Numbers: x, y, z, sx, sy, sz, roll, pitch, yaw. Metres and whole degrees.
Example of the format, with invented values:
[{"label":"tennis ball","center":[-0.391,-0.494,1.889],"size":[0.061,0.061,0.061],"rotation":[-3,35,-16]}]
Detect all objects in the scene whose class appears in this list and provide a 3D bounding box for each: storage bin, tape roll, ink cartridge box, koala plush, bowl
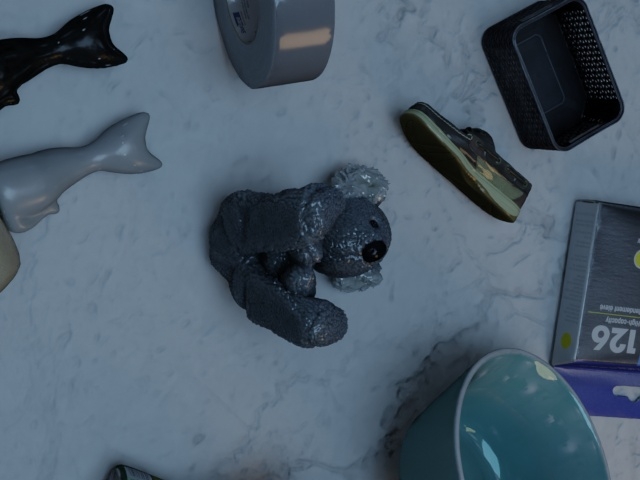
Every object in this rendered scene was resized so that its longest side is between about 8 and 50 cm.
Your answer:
[{"label":"storage bin","center":[0.308,-0.219,1.614],"size":[0.122,0.084,0.180],"rotation":[-30,106,-16]},{"label":"tape roll","center":[-0.059,-0.285,1.385],"size":[0.072,0.219,0.219],"rotation":[-12,101,-19]},{"label":"ink cartridge box","center":[0.482,0.110,1.734],"size":[0.303,0.072,0.307],"rotation":[6,92,-23]},{"label":"koala plush","center":[0.000,0.000,1.489],"size":[0.221,0.203,0.196],"rotation":[-18,113,-40]},{"label":"bowl","center":[0.218,0.310,1.562],"size":[0.311,0.163,0.312],"rotation":[24,54,-37]}]

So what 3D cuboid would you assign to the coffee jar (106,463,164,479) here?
[{"label":"coffee jar","center":[-0.179,0.343,1.488],"size":[0.184,0.079,0.096],"rotation":[21,97,-23]}]

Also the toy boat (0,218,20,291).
[{"label":"toy boat","center":[-0.431,-0.060,1.274],"size":[0.267,0.148,0.318],"rotation":[17,122,-12]}]

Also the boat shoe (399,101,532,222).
[{"label":"boat shoe","center":[0.193,-0.113,1.588],"size":[0.223,0.080,0.073],"rotation":[42,75,-26]}]

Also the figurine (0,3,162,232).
[{"label":"figurine","center":[-0.299,-0.142,1.383],"size":[0.209,0.092,0.215],"rotation":[-24,106,-22]}]
